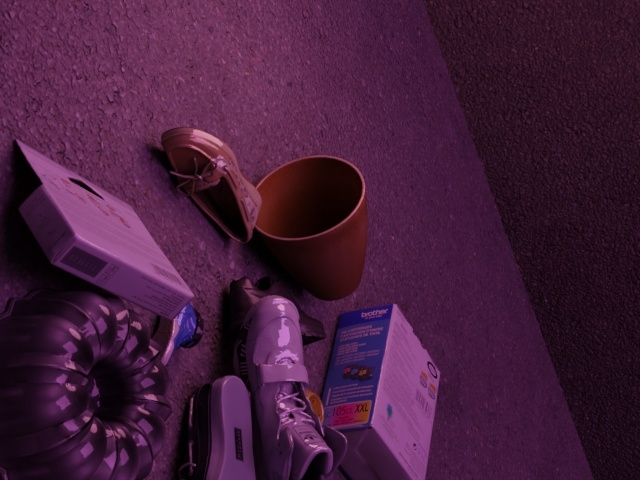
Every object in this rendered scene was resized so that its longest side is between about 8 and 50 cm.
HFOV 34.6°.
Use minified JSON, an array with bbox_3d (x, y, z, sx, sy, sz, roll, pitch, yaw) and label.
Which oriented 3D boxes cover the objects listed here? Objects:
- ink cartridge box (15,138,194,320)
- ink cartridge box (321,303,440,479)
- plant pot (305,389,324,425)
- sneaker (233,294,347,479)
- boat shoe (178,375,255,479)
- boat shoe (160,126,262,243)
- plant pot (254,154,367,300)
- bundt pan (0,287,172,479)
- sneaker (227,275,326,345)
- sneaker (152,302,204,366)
[{"bbox_3d":[-0.339,-0.013,1.543,0.239,0.060,0.275,48,8,37],"label":"ink cartridge box"},{"bbox_3d":[0.139,0.328,2.262,0.270,0.151,0.395,56,35,-36],"label":"ink cartridge box"},{"bbox_3d":[-0.049,0.332,1.962,0.134,0.095,0.134,34,50,-54],"label":"plant pot"},{"bbox_3d":[-0.049,0.283,1.777,0.137,0.210,0.365,3,91,-34],"label":"sneaker"},{"bbox_3d":[-0.180,0.375,1.689,0.113,0.105,0.306,31,46,-50],"label":"boat shoe"},{"bbox_3d":[-0.192,-0.101,1.864,0.285,0.105,0.089,46,38,-47],"label":"boat shoe"},{"bbox_3d":[0.000,0.000,2.092,0.254,0.237,0.237,71,24,-43],"label":"plant pot"},{"bbox_3d":[-0.326,0.218,1.455,0.331,0.124,0.330,36,48,-54],"label":"bundt pan"},{"bbox_3d":[-0.079,0.138,1.986,0.286,0.109,0.130,26,51,-59],"label":"sneaker"},{"bbox_3d":[-0.236,0.166,1.716,0.084,0.058,0.152,45,34,-34],"label":"sneaker"}]
